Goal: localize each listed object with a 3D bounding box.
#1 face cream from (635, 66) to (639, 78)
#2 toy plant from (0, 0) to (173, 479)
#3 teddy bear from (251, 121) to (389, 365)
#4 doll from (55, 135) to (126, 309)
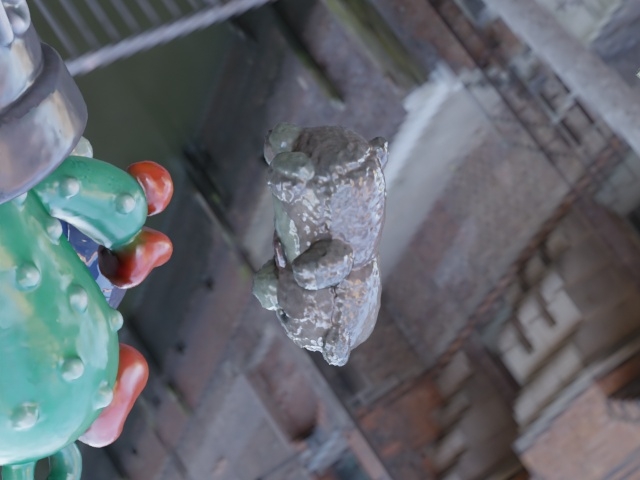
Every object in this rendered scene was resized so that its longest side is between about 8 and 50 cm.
[{"bbox_3d":[0.351,-0.084,1.186,0.070,0.224,0.114,-49,176,-19],"label":"face cream"},{"bbox_3d":[-0.208,-0.019,0.815,0.185,0.400,0.279,-10,-150,10],"label":"toy plant"},{"bbox_3d":[0.001,-0.001,1.758,0.151,0.236,0.267,5,116,-5],"label":"teddy bear"},{"bbox_3d":[-0.275,0.004,1.408,0.228,0.154,0.258,-38,155,4],"label":"doll"}]
